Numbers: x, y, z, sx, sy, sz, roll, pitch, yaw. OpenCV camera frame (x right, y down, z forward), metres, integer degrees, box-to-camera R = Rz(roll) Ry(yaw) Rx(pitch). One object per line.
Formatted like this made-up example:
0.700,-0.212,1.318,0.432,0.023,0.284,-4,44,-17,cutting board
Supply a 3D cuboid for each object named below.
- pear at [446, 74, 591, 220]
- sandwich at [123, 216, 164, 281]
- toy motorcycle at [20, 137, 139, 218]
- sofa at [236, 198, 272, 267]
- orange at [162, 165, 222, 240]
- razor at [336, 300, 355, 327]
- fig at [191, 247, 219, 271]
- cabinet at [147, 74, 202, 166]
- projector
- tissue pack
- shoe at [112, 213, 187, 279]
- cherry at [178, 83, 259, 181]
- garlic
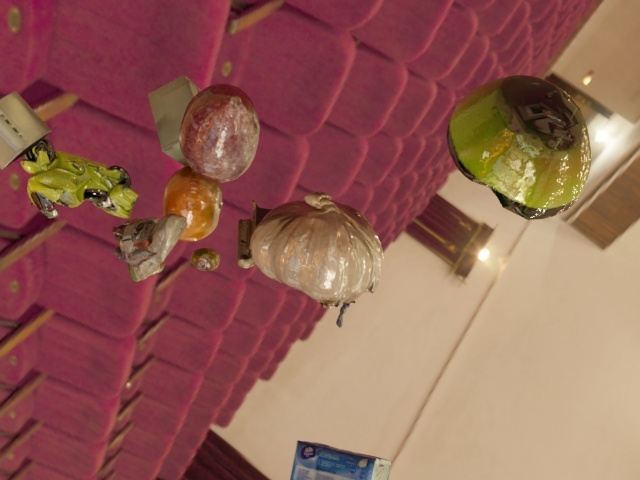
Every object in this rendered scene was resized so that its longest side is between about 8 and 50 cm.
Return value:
0.530,-0.267,1.701,0.399,0.399,0.165,-50,175,-29,pear
-0.481,0.023,1.915,0.109,0.184,0.160,-14,-168,-36,sandwich
-0.651,-0.144,1.827,0.342,0.142,0.206,20,75,-48,toy motorcycle
-0.117,0.018,2.015,0.200,0.259,0.182,-96,-159,-46,sofa
-0.387,-0.114,2.072,0.240,0.171,0.240,-177,-90,-89,orange
0.070,0.231,2.142,0.028,0.044,0.154,-29,151,-37,razor
-0.354,0.053,2.115,0.084,0.082,0.098,-19,-158,19,fig
-0.405,-0.365,2.065,0.150,0.206,0.145,-24,159,13,cabinet
-0.495,-0.175,1.077,0.083,0.082,0.083,-26,-159,36,projector
0.054,0.715,1.994,0.146,0.264,0.198,33,65,-57,tissue pack
-0.370,-0.010,1.434,0.227,0.125,0.099,-42,-167,46,shoe
-0.252,-0.279,1.720,0.300,0.203,0.230,120,-10,-59,cherry
-0.004,0.014,1.611,0.241,0.322,0.322,-57,174,8,garlic
